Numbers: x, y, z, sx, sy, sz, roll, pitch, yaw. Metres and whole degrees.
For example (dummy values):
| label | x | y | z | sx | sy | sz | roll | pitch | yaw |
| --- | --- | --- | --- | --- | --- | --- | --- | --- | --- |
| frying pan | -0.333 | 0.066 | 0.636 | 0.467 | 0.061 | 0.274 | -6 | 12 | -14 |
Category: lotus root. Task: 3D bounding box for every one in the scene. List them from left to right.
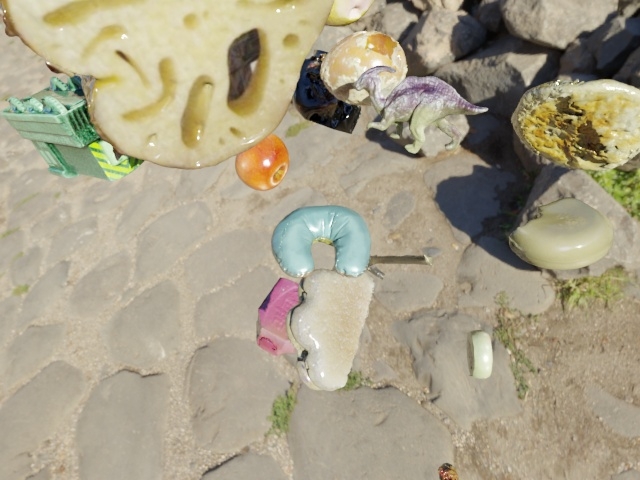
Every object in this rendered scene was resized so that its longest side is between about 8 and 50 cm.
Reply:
| label | x | y | z | sx | sy | sz | roll | pitch | yaw |
| --- | --- | --- | --- | --- | --- | --- | --- | --- | --- |
| lotus root | -0.161 | -0.274 | 0.542 | 0.374 | 0.391 | 0.111 | -18 | 46 | -6 |

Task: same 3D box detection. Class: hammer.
| label | x | y | z | sx | sy | sz | roll | pitch | yaw |
| --- | --- | --- | --- | --- | --- | --- | --- | --- | --- |
| hammer | 0.199 | 0.053 | 1.211 | 0.027 | 0.125 | 0.297 | -41 | 14 | -24 |

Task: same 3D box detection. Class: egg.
| label | x | y | z | sx | sy | sz | roll | pitch | yaw |
| --- | --- | --- | --- | --- | --- | --- | --- | --- | --- |
| egg | 0.115 | -0.456 | 1.196 | 0.233 | 0.195 | 0.195 | 4 | 49 | 2 |

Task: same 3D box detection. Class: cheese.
| label | x | y | z | sx | sy | sz | roll | pitch | yaw |
| --- | --- | --- | --- | --- | --- | --- | --- | --- | --- |
| cheese | 0.508 | -0.012 | 0.957 | 0.202 | 0.091 | 0.175 | -18 | 37 | -5 |

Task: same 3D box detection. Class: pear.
| label | x | y | z | sx | sy | sz | roll | pitch | yaw |
| --- | --- | --- | --- | --- | --- | --- | --- | --- | --- |
| pear | 0.021 | -0.466 | 0.784 | 0.177 | 0.178 | 0.178 | -14 | 45 | 15 |

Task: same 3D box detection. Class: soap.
| label | x | y | z | sx | sy | sz | roll | pitch | yaw |
| --- | --- | --- | --- | --- | --- | --- | --- | --- | --- |
| soap | -0.142 | 0.306 | 1.774 | 0.220 | 0.127 | 0.325 | 19 | 41 | 12 |

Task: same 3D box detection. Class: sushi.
| label | x | y | z | sx | sy | sz | roll | pitch | yaw |
| --- | --- | --- | --- | --- | --- | --- | --- | --- | --- |
| sushi | 0.009 | -0.511 | 1.500 | 0.215 | 0.212 | 0.227 | 32 | 111 | 39 |

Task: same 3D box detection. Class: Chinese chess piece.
| label | x | y | z | sx | sy | sz | roll | pitch | yaw |
| --- | --- | --- | --- | --- | --- | --- | --- | --- | --- |
| Chinese chess piece | 0.481 | 0.346 | 1.362 | 0.058 | 0.144 | 0.144 | -1 | 49 | 9 |

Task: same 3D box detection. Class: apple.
| label | x | y | z | sx | sy | sz | roll | pitch | yaw |
| --- | --- | --- | --- | --- | --- | --- | --- | --- | --- |
| apple | -0.160 | -0.220 | 1.263 | 0.163 | 0.163 | 0.139 | -43 | 63 | -15 |

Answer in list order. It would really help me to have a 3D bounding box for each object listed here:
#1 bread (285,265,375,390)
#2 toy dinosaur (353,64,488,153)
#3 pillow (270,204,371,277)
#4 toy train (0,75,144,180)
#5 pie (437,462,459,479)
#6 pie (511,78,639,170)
| label | x | y | z | sx | sy | sz | roll | pitch | yaw |
| --- | --- | --- | --- | --- | --- | --- | --- | --- | --- |
| bread | 0.012 | 0.181 | 1.077 | 0.102 | 0.183 | 0.338 | -34 | 29 | 50 |
| toy dinosaur | 0.208 | -0.287 | 0.997 | 0.293 | 0.162 | 0.077 | 13 | 41 | 8 |
| pillow | 0.000 | 0.000 | 1.041 | 0.233 | 0.086 | 0.214 | -1 | 48 | 0 |
| toy train | -0.450 | -0.207 | 0.835 | 0.330 | 0.178 | 0.138 | 15 | 48 | 38 |
| pie | 0.381 | 0.811 | 1.256 | 0.105 | 0.274 | 0.257 | -36 | 6 | 42 |
| pie | 0.673 | -0.299 | 1.166 | 0.338 | 0.339 | 0.077 | 10 | 65 | 33 |
